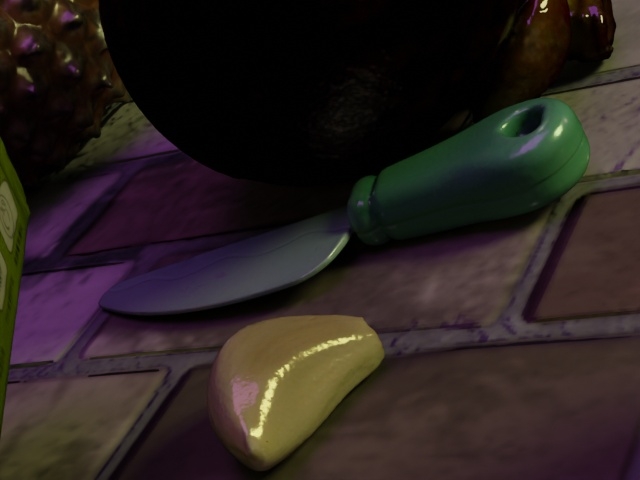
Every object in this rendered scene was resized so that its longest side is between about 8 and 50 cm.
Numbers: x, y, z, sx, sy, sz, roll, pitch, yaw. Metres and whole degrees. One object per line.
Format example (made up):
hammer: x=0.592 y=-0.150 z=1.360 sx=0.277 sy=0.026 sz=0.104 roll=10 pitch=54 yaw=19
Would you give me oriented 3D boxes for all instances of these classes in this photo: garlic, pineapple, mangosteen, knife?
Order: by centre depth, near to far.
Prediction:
garlic: x=-0.015 y=0.054 z=0.571 sx=0.053 sy=0.041 sz=0.083 roll=11 pitch=37 yaw=45
knife: x=0.000 y=0.001 z=0.673 sx=0.260 sy=0.035 sz=0.063 roll=-22 pitch=31 yaw=23
mangosteen: x=0.022 y=-0.130 z=0.713 sx=0.265 sy=0.228 sz=0.228 roll=13 pitch=23 yaw=-13
pineapple: x=-0.243 y=-0.058 z=0.879 sx=0.175 sy=0.175 sz=0.361 roll=2 pitch=51 yaw=44

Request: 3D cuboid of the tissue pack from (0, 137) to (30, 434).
tissue pack: x=-0.220 y=0.034 z=0.483 sx=0.200 sy=0.167 sz=0.275 roll=-17 pitch=32 yaw=4
